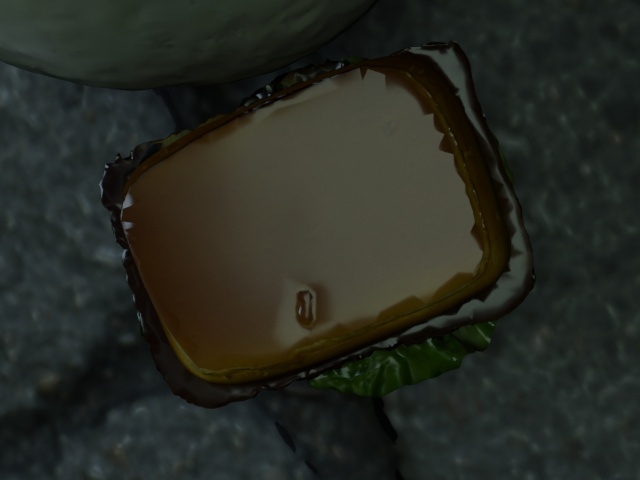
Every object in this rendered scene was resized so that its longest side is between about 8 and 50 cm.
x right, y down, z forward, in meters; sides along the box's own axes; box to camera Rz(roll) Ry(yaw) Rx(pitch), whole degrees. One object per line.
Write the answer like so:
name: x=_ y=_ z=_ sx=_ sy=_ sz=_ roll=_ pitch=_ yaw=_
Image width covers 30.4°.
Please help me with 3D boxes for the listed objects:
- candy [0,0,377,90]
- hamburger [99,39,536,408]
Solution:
candy: x=-0.073 y=-0.192 z=0.447 sx=0.296 sy=0.185 sz=0.295 roll=1 pitch=97 yaw=8
hamburger: x=0.000 y=0.000 z=0.486 sx=0.166 sy=0.087 sz=0.137 roll=-18 pitch=89 yaw=10
